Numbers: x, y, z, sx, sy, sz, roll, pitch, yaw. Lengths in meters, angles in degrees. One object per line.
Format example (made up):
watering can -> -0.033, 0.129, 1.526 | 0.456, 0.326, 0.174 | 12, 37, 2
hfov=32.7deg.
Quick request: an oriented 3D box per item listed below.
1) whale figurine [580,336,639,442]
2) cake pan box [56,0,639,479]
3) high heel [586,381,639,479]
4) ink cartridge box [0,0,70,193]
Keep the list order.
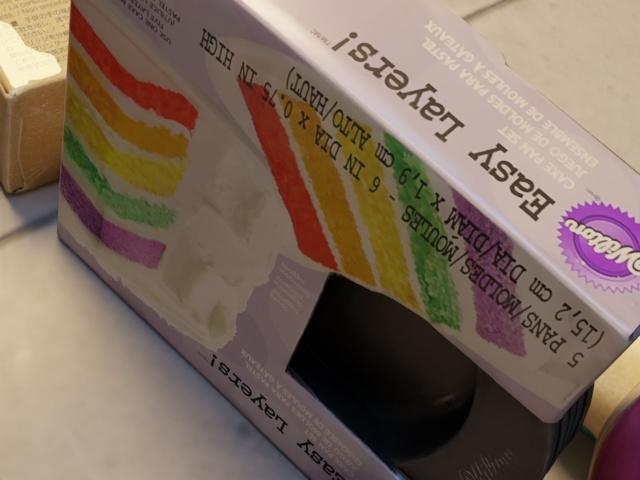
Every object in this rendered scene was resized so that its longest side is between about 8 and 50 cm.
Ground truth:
whale figurine -> 0.175, 0.056, 0.573 | 0.272, 0.141, 0.216 | 9, 66, 18
cake pan box -> 0.000, 0.000, 0.468 | 0.267, 0.245, 0.070 | 42, 58, 12
high heel -> 0.149, 0.128, 0.445 | 0.117, 0.244, 0.082 | 44, 15, 21
ink cartridge box -> -0.115, -0.155, 0.637 | 0.235, 0.088, 0.193 | -22, 64, -28
